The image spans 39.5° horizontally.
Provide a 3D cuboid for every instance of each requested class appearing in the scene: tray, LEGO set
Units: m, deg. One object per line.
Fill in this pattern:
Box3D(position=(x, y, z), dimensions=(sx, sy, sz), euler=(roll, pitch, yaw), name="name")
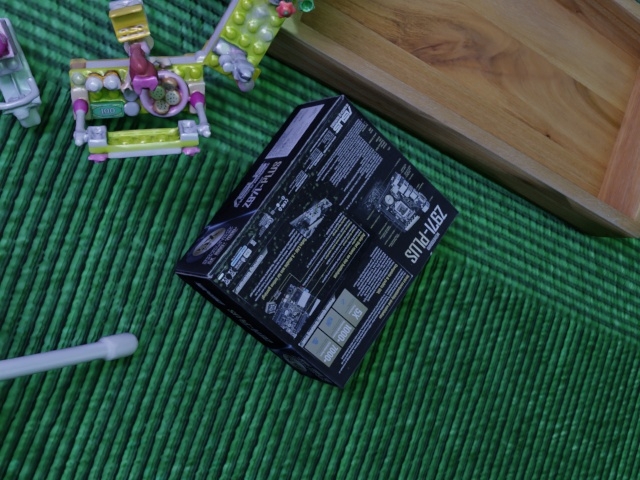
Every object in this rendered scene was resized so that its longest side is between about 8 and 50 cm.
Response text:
Box3D(position=(0.154, -0.174, 0.797), dimensions=(0.411, 0.076, 0.202), euler=(25, 80, -26), name="tray")
Box3D(position=(-0.082, -0.132, 0.596), dimensions=(0.287, 0.107, 0.132), euler=(-24, 122, 1), name="LEGO set")

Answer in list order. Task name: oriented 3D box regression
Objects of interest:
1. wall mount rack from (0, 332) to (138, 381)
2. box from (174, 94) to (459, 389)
Box3D(position=(-0.254, 0.178, 0.563), dimensions=(0.304, 0.130, 0.349), euler=(1, 91, -25), name="wall mount rack")
Box3D(position=(0.000, 0.000, 0.715), dimensions=(0.147, 0.078, 0.180), euler=(41, 73, -23), name="box")
